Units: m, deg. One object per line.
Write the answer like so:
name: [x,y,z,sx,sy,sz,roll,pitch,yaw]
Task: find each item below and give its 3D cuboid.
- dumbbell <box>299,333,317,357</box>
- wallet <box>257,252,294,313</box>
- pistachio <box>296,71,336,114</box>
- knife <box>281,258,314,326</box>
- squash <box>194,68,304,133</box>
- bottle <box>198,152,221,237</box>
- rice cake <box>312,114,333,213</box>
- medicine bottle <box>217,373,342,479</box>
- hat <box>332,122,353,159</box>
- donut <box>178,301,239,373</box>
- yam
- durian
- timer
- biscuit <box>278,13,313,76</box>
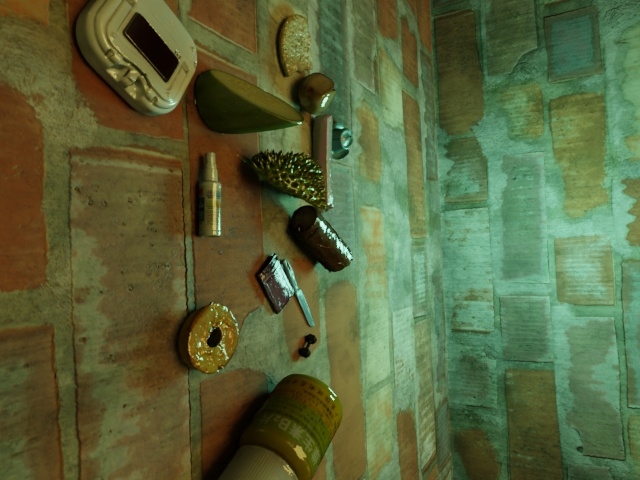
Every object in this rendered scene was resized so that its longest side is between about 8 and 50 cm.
dumbbell: [-0.042,0.358,1.651,0.040,0.036,0.083,64,37,-32]
wallet: [-0.137,0.135,1.508,0.111,0.030,0.166,-60,138,-46]
pistachio: [-0.008,-0.522,1.704,0.206,0.131,0.129,-60,145,-51]
knife: [-0.072,0.183,1.640,0.044,0.019,0.313,-60,139,-48]
squash: [-0.175,-0.375,1.260,0.189,0.260,0.189,4,85,-58]
bottle: [-0.282,-0.117,1.244,0.060,0.060,0.217,7,82,-60]
rice cake: [0.007,-0.282,1.771,0.056,0.073,0.365,5,85,-63]
medicine bottle: [-0.108,0.568,1.325,0.384,0.224,0.224,-47,127,-51]
hat: [0.085,-0.398,1.908,0.191,0.078,0.138,-46,124,-53]
donut: [-0.284,0.244,1.207,0.178,0.065,0.162,-43,119,-53]
yam: [0.001,0.001,1.677,0.279,0.131,0.131,47,48,-46]
durian: [-0.081,-0.172,1.491,0.352,0.169,0.158,25,55,-61]
timer: [-0.385,-0.422,1.063,0.262,0.087,0.237,49,47,-47]
biscuit: [-0.083,-0.666,1.675,0.188,0.040,0.265,49,48,-47]
